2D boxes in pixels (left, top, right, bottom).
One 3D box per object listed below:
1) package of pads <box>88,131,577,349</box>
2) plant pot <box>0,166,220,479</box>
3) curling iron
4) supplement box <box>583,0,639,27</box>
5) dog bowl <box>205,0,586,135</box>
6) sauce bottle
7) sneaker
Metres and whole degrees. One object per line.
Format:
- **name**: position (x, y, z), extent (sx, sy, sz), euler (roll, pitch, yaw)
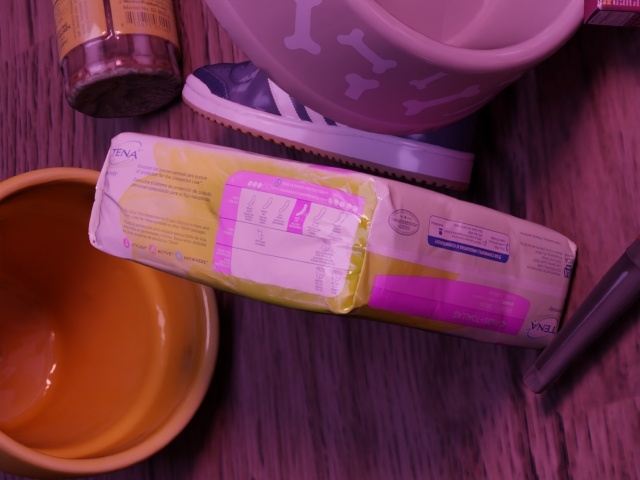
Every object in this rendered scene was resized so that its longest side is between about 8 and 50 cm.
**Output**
- **package of pads**: position (0.000, 0.000, 1.391), extent (0.297, 0.229, 0.101), euler (12, 90, 45)
- **plant pot**: position (-0.251, 0.083, 1.621), extent (0.239, 0.254, 0.254), euler (-20, 67, 57)
- **curling iron**: position (0.225, -0.003, 1.311), extent (0.274, 0.035, 0.068), euler (-58, 44, 17)
- **supplement box**: position (0.226, -0.176, 1.310), extent (0.043, 0.083, 0.055), euler (125, 149, -78)
- **dog bowl**: position (0.062, -0.253, 1.314), extent (0.102, 0.349, 0.348), euler (-15, 71, 51)
- **sauce bottle**: position (-0.196, -0.282, 1.726), extent (0.111, 0.111, 0.344), euler (-25, 63, 38)
- **sneaker**: position (0.017, -0.142, 1.494), extent (0.282, 0.099, 0.153), euler (18, 99, 38)
